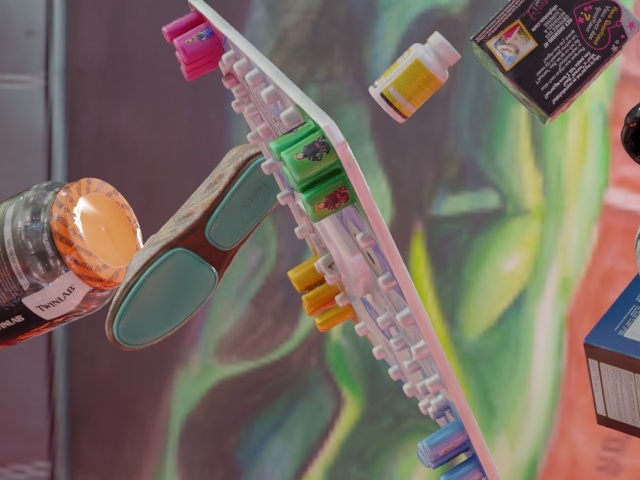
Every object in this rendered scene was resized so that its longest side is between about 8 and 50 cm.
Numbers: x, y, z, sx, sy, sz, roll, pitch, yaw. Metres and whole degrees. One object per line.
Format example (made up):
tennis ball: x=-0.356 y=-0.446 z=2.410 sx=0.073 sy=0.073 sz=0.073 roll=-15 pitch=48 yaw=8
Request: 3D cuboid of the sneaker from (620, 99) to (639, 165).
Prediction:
sneaker: x=0.466 y=-0.178 z=1.877 sx=0.483 sy=0.202 sz=0.185 roll=-83 pitch=163 yaw=-57

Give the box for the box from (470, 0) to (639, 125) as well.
box: x=0.293 y=-0.248 z=1.895 sx=0.163 sy=0.142 sz=0.247 roll=-45 pitch=177 yaw=6

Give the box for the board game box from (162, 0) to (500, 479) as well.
board game box: x=0.000 y=0.000 z=1.384 sx=0.390 sy=0.050 sz=0.390 roll=64 pitch=-8 yaw=-31

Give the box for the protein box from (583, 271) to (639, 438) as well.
protein box: x=0.441 y=0.128 z=1.726 sx=0.200 sy=0.201 sz=0.136 roll=-45 pitch=135 yaw=-33

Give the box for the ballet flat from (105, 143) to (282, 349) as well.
ballet flat: x=-0.158 y=0.003 z=1.904 sx=0.107 sy=0.316 sz=0.106 roll=46 pitch=-4 yaw=-33

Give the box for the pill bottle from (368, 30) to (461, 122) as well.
pill bottle: x=0.124 y=-0.213 z=1.962 sx=0.116 sy=0.065 sz=0.065 roll=-44 pitch=178 yaw=12

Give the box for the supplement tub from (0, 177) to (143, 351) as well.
supplement tub: x=-0.440 y=0.040 z=2.256 sx=0.207 sy=0.338 sz=0.207 roll=35 pitch=43 yaw=-42

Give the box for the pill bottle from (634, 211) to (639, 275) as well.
pill bottle: x=0.350 y=0.019 z=1.415 sx=0.180 sy=0.108 sz=0.108 roll=-86 pitch=173 yaw=-56
